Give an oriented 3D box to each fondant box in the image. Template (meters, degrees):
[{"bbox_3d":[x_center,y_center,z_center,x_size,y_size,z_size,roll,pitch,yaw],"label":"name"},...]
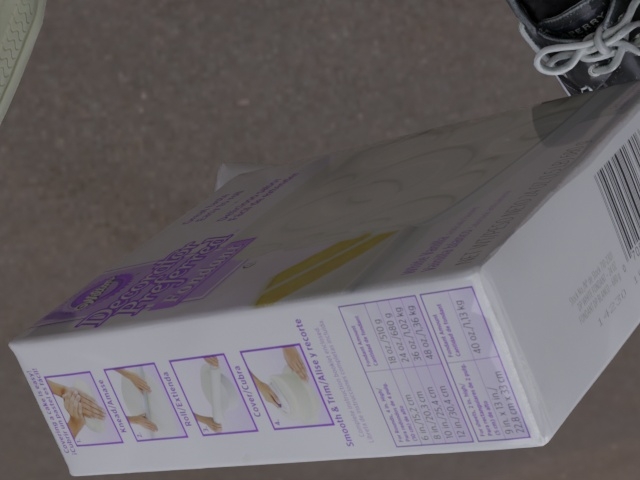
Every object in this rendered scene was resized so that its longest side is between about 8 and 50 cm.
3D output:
[{"bbox_3d":[0.022,0.023,0.830,0.330,0.096,0.238,-12,-161,40],"label":"fondant box"}]

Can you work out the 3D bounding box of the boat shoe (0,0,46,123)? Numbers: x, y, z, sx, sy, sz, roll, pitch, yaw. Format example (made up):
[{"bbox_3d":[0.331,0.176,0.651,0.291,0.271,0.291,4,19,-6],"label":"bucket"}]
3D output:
[{"bbox_3d":[-0.112,-0.130,0.474,0.079,0.233,0.084,16,159,18],"label":"boat shoe"}]

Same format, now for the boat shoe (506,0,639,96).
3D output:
[{"bbox_3d":[0.208,-0.167,1.118,0.113,0.306,0.105,-32,-174,22],"label":"boat shoe"}]

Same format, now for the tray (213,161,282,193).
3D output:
[{"bbox_3d":[0.000,0.000,1.346,0.270,0.145,0.030,5,167,30],"label":"tray"}]
